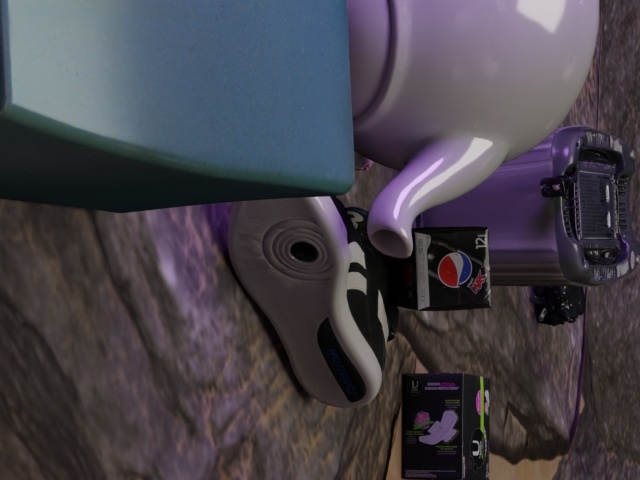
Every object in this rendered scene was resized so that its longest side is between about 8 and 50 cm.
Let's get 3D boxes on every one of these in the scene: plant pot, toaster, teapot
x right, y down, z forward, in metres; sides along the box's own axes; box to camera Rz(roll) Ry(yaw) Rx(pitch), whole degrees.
[{"bbox_3d":[-0.116,-0.103,0.890,0.234,0.166,0.165,1,86,-58],"label":"plant pot"},{"bbox_3d":[0.161,-0.023,1.453,0.227,0.146,0.129,-3,89,-65],"label":"toaster"},{"bbox_3d":[0.043,-0.158,1.182,0.187,0.256,0.252,-11,120,-33],"label":"teapot"}]

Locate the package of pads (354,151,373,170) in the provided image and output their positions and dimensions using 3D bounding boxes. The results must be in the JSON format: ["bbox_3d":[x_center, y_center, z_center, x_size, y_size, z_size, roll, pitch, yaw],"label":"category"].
[{"bbox_3d":[0.034,-0.089,1.333,0.083,0.032,0.050,-47,131,-56],"label":"package of pads"}]

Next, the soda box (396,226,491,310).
[{"bbox_3d":[0.081,0.020,1.302,0.169,0.053,0.060,174,-86,-83],"label":"soda box"}]

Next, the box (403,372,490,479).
[{"bbox_3d":[0.099,0.147,1.415,0.062,0.052,0.083,16,74,-63],"label":"box"}]

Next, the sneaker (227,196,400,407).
[{"bbox_3d":[0.000,0.000,1.214,0.121,0.079,0.217,-72,155,-43],"label":"sneaker"}]

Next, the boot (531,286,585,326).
[{"bbox_3d":[0.234,0.019,1.714,0.121,0.045,0.099,-36,117,-52],"label":"boot"}]
